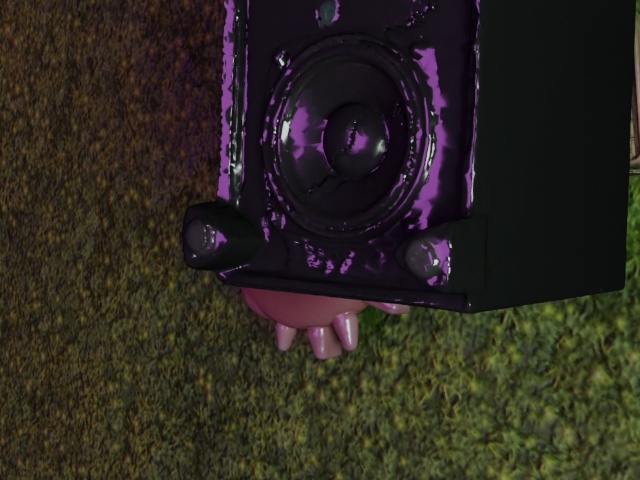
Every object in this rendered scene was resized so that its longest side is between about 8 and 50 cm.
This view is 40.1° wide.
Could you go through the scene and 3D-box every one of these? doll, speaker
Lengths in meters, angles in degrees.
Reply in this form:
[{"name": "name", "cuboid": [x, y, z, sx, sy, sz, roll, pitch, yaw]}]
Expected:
[{"name": "doll", "cuboid": [0.000, 0.000, 0.801, 0.262, 0.093, 0.211, -23, 72, 38]}, {"name": "speaker", "cuboid": [0.065, -0.077, 0.540, 0.184, 0.254, 0.232, 4, 93, 38]}]

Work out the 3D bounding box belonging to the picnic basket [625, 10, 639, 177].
[{"name": "picnic basket", "cuboid": [0.181, -0.100, 0.658, 0.164, 0.079, 0.115, -4, 86, 40]}]
